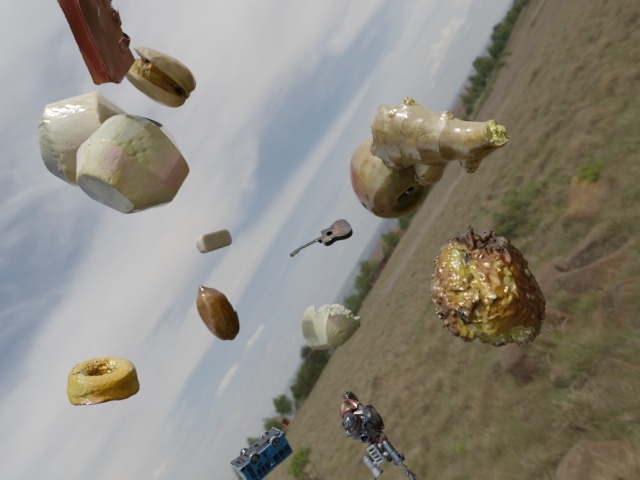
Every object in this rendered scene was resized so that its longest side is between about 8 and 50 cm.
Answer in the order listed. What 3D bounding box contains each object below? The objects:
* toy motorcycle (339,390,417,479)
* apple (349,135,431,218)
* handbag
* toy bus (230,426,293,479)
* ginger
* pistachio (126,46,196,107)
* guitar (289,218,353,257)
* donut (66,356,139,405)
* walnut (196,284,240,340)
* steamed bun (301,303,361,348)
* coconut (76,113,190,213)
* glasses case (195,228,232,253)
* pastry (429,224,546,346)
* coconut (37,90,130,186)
[{"bbox_3d":[0.185,0.695,1.863,0.134,0.400,0.207,-40,-22,9],"label":"toy motorcycle"},{"bbox_3d":[0.213,-0.204,1.696,0.257,0.234,0.256,-25,-39,-22],"label":"apple"},{"bbox_3d":[-0.487,-0.470,1.201,0.157,0.060,0.212,-80,-14,-47],"label":"handbag"},{"bbox_3d":[-0.192,0.715,1.782,0.185,0.106,0.090,-33,14,-29],"label":"toy bus"},{"bbox_3d":[0.293,-0.236,1.420,0.166,0.376,0.236,-12,-58,-38],"label":"ginger"},{"bbox_3d":[-0.498,-0.511,1.685,0.157,0.230,0.157,-24,53,36],"label":"pistachio"},{"bbox_3d":[0.000,0.000,1.851,0.234,0.088,0.025,-28,-48,-4],"label":"guitar"},{"bbox_3d":[-0.747,0.488,1.863,0.253,0.254,0.118,-44,-42,-72],"label":"donut"},{"bbox_3d":[-0.334,0.232,1.744,0.116,0.207,0.116,-33,6,4],"label":"walnut"},{"bbox_3d":[0.035,0.309,2.059,0.200,0.170,0.226,-41,11,-32],"label":"steamed bun"},{"bbox_3d":[-0.449,-0.188,1.310,0.259,0.259,0.259,-59,-5,-9],"label":"coconut"},{"bbox_3d":[-0.468,0.002,2.379,0.050,0.083,0.196,-16,2,31],"label":"glasses case"},{"bbox_3d":[0.484,0.139,1.596,0.293,0.405,0.336,-23,63,37],"label":"pastry"},{"bbox_3d":[-0.712,-0.325,1.720,0.328,0.329,0.329,-59,-5,-9],"label":"coconut"}]
